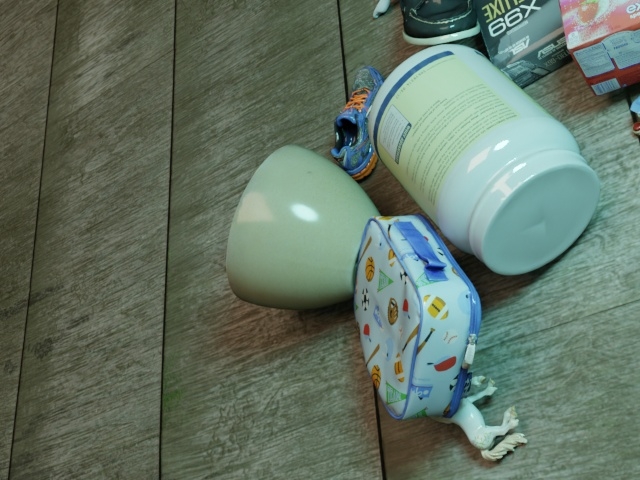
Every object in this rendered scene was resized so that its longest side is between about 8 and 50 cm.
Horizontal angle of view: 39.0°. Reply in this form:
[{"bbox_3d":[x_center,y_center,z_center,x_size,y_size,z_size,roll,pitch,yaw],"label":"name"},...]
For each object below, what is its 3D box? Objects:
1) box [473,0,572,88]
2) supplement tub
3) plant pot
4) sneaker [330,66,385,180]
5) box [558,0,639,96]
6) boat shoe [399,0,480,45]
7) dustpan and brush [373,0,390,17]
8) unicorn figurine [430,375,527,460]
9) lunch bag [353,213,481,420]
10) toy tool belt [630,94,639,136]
[{"bbox_3d":[0.402,-0.422,1.482,0.307,0.076,0.243,-28,54,28],"label":"box"},{"bbox_3d":[0.241,-0.125,1.369,0.235,0.235,0.325,-47,47,14],"label":"supplement tub"},{"bbox_3d":[0.000,0.000,1.521,0.190,0.284,0.284,19,83,23],"label":"plant pot"},{"bbox_3d":[0.072,-0.226,1.668,0.083,0.087,0.221,-7,66,38],"label":"sneaker"},{"bbox_3d":[0.487,-0.326,1.290,0.256,0.128,0.123,-18,54,28],"label":"box"},{"bbox_3d":[0.194,-0.412,1.528,0.127,0.113,0.340,-8,24,8],"label":"boat shoe"},{"bbox_3d":[0.161,-0.498,1.720,0.060,0.147,0.211,53,134,27],"label":"dustpan and brush"},{"bbox_3d":[0.220,0.253,1.326,0.111,0.060,0.162,-45,47,14],"label":"unicorn figurine"},{"bbox_3d":[0.138,0.104,1.329,0.303,0.114,0.243,-117,31,-58],"label":"lunch bag"},{"bbox_3d":[0.479,-0.198,1.325,0.083,0.051,0.052,-56,45,6],"label":"toy tool belt"}]
